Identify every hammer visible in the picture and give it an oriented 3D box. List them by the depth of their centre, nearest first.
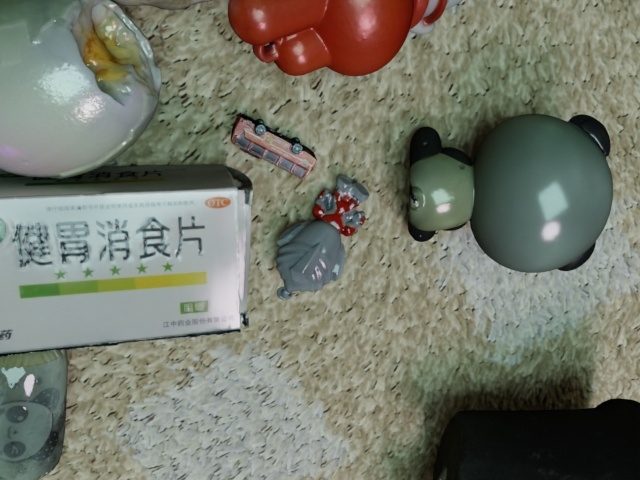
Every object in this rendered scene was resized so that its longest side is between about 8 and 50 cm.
[{"bbox_3d":[-0.469,0.189,0.760,0.305,0.113,0.202,8,104,-5],"label":"hammer"}]

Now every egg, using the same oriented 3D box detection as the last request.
[{"bbox_3d":[-0.281,-0.149,0.629,0.217,0.183,0.183,-23,114,25],"label":"egg"}]

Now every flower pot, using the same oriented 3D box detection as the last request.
[{"bbox_3d":[0.288,0.378,0.877,0.251,0.379,0.380,13,107,6],"label":"flower pot"}]

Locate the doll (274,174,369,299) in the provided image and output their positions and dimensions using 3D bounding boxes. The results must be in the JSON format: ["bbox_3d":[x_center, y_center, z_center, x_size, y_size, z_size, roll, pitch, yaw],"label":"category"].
[{"bbox_3d":[0.000,0.000,0.797,0.094,0.079,0.180,33,87,-5],"label":"doll"}]

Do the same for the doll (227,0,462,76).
[{"bbox_3d":[0.036,-0.258,0.674,0.290,0.130,0.161,-26,142,-19],"label":"doll"}]

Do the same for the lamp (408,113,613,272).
[{"bbox_3d":[0.231,-0.058,0.775,0.243,0.198,0.198,3,109,12],"label":"lamp"}]

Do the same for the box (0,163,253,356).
[{"bbox_3d":[-0.245,0.012,0.700,0.332,0.145,0.173,-4,110,-15],"label":"box"}]

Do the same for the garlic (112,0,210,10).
[{"bbox_3d":[-0.167,-0.359,0.610,0.199,0.199,0.226,-21,80,-4],"label":"garlic"}]

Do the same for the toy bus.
[{"bbox_3d":[-0.058,-0.115,0.766,0.110,0.031,0.043,25,109,-19],"label":"toy bus"}]
